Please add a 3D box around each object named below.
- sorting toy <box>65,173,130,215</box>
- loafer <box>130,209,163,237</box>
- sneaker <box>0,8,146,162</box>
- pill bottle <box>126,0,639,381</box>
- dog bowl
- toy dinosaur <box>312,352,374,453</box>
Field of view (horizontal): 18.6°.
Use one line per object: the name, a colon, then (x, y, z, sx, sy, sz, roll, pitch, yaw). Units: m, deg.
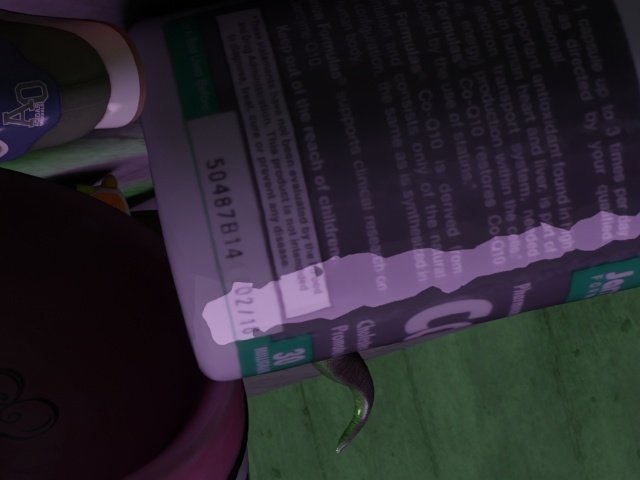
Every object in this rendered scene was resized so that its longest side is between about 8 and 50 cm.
sorting toy: (-0.189, -0.022, 1.411, 0.075, 0.044, 0.083, 1, 165, -32)
loafer: (-0.254, 0.069, 1.558, 0.366, 0.133, 0.130, -19, 170, 30)
sneaker: (-0.173, -0.068, 0.850, 0.192, 0.064, 0.086, 5, -162, 38)
pill bottle: (0.088, -0.059, 1.065, 0.361, 0.204, 0.204, -13, 171, -3)
dog bowl: (-0.223, 0.102, 1.125, 0.408, 0.408, 0.150, -9, 129, -30)
toy dinosaur: (0.000, 0.000, 1.315, 0.121, 0.313, 0.160, 12, -165, 0)
